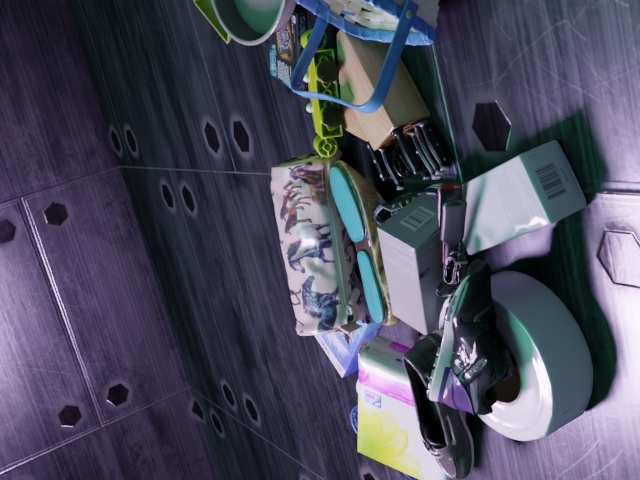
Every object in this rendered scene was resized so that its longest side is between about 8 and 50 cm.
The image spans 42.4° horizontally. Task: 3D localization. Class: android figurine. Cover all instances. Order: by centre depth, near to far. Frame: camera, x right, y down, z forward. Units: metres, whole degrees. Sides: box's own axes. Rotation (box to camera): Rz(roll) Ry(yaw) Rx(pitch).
[{"bbox_3d":[0.002,-0.294,1.638,0.273,0.056,0.248,-117,20,-75],"label":"android figurine"}]

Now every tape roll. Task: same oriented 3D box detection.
[{"bbox_3d":[0.334,0.201,1.440,0.286,0.100,0.286,41,142,43],"label":"tape roll"}]

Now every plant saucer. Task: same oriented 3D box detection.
[{"bbox_3d":[-0.242,-0.604,1.978,0.188,0.045,0.188,53,150,28],"label":"plant saucer"}]

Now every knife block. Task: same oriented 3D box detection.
[{"bbox_3d":[0.136,-0.239,1.494,0.242,0.088,0.276,35,138,47],"label":"knife block"}]

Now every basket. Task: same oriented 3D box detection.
[{"bbox_3d":[0.069,-0.357,1.340,0.254,0.201,0.289,29,94,52],"label":"basket"}]

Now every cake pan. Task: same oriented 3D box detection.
[{"bbox_3d":[-0.141,-0.565,1.749,0.293,0.054,0.293,21,118,46],"label":"cake pan"}]

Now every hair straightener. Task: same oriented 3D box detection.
[{"bbox_3d":[0.214,0.019,1.372,0.089,0.047,0.230,-97,6,-48],"label":"hair straightener"}]

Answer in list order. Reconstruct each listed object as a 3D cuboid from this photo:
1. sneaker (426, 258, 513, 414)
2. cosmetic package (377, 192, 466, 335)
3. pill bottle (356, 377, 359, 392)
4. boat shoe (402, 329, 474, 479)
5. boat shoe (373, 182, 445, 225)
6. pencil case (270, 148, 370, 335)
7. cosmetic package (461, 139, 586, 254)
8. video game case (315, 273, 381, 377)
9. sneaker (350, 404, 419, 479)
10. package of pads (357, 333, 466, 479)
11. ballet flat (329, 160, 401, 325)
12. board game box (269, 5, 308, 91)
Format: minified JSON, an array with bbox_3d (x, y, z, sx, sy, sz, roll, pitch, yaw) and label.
[{"bbox_3d":[0.267,0.162,1.351,0.124,0.107,0.283,20,125,21],"label":"sneaker"},{"bbox_3d":[0.192,0.047,1.507,0.107,0.127,0.238,31,150,41],"label":"cosmetic package"},{"bbox_3d":[0.148,0.359,1.934,0.137,0.078,0.078,22,128,56],"label":"pill bottle"},{"bbox_3d":[0.211,0.323,1.544,0.112,0.095,0.335,26,134,52],"label":"boat shoe"},{"bbox_3d":[0.176,-0.059,1.557,0.183,0.083,0.065,-15,96,64],"label":"boat shoe"},{"bbox_3d":[0.000,0.000,1.792,0.183,0.160,0.410,-3,99,45],"label":"pencil case"},{"bbox_3d":[0.303,-0.063,1.318,0.117,0.085,0.231,67,156,2],"label":"cosmetic package"},{"bbox_3d":[0.039,0.169,2.016,0.244,0.061,0.269,54,150,25],"label":"video game case"},{"bbox_3d":[0.158,0.479,1.947,0.232,0.081,0.090,45,171,6],"label":"sneaker"},{"bbox_3d":[0.196,0.365,1.746,0.229,0.101,0.297,19,128,27],"label":"package of pads"},{"bbox_3d":[0.117,-0.003,1.681,0.123,0.123,0.349,-14,94,64],"label":"ballet flat"},{"bbox_3d":[-0.072,-0.430,1.812,0.126,0.026,0.186,43,144,42],"label":"board game box"}]
